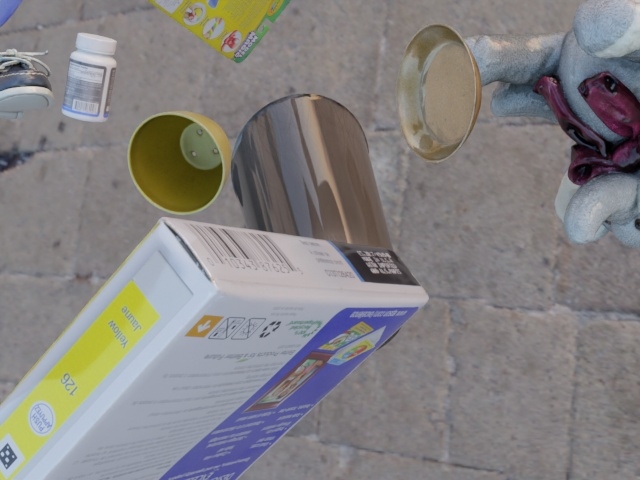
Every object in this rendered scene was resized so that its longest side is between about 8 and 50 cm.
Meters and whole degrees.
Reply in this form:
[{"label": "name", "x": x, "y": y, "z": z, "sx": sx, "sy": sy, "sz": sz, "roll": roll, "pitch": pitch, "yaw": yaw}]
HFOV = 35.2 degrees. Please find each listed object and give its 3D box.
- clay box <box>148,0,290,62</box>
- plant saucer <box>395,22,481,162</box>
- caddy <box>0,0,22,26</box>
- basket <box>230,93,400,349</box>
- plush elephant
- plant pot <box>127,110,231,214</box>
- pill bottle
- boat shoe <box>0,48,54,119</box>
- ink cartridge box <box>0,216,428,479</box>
[{"label": "clay box", "x": -0.130, "y": -0.316, "z": 1.252, "sx": 0.127, "sy": 0.222, "sz": 0.053, "roll": -50, "pitch": 62, "yaw": 7}, {"label": "plant saucer", "x": 0.074, "y": -0.089, "z": 0.609, "sx": 0.083, "sy": 0.015, "sz": 0.084, "roll": 14, "pitch": 106, "yaw": 61}, {"label": "caddy", "x": -0.318, "y": -0.259, "z": 0.599, "sx": 0.179, "sy": 0.341, "sz": 0.241, "roll": -8, "pitch": 48, "yaw": 33}, {"label": "basket", "x": 0.000, "y": 0.000, "z": 1.033, "sx": 0.154, "sy": 0.204, "sz": 0.227, "roll": -10, "pitch": 47, "yaw": -6}, {"label": "plush elephant", "x": 0.315, "y": -0.100, "z": 1.058, "sx": 0.271, "sy": 0.329, "sz": 0.256, "roll": -5, "pitch": 90, "yaw": 52}, {"label": "plant pot", "x": -0.168, "y": -0.111, "z": 1.311, "sx": 0.134, "sy": 0.095, "sz": 0.134, "roll": 7, "pitch": 112, "yaw": 16}, {"label": "pill bottle", "x": -0.385, "y": -0.273, "z": 1.691, "sx": 0.078, "sy": 0.078, "sz": 0.137, "roll": 24, "pitch": 107, "yaw": 39}, {"label": "boat shoe", "x": -0.389, "y": -0.198, "z": 1.267, "sx": 0.254, "sy": 0.095, "sz": 0.079, "roll": -175, "pitch": 88, "yaw": -67}, {"label": "ink cartridge box", "x": -0.099, "y": 0.119, "z": 0.702, "sx": 0.307, "sy": 0.303, "sz": 0.072, "roll": -44, "pitch": 70, "yaw": 18}]
